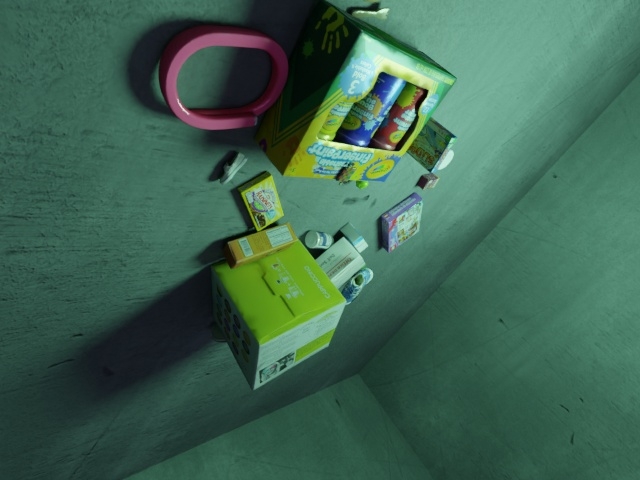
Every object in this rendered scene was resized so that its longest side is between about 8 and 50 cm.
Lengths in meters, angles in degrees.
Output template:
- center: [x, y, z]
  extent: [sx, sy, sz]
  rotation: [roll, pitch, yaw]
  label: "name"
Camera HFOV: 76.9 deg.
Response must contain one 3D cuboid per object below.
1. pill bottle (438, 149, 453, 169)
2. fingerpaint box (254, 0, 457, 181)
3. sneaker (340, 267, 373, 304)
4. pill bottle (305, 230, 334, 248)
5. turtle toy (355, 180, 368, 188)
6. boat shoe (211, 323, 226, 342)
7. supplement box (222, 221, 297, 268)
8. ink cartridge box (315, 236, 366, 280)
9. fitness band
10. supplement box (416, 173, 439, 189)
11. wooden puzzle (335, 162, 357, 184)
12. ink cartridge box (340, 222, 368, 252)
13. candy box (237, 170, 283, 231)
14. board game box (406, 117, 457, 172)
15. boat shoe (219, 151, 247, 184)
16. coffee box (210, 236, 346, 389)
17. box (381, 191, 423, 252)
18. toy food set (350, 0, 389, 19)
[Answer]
- center: [0.405, -0.335, 1.477]
  extent: [0.086, 0.152, 0.086]
  rotation: [-29, 150, -19]
  label: "pill bottle"
- center: [0.104, -0.350, 1.078]
  extent: [0.444, 0.163, 0.371]
  rotation: [-5, 139, -47]
  label: "fingerpaint box"
- center: [0.145, 0.203, 1.792]
  extent: [0.211, 0.080, 0.081]
  rotation: [-55, 158, 20]
  label: "sneaker"
- center: [0.000, 0.000, 1.565]
  extent: [0.067, 0.067, 0.120]
  rotation: [-51, 150, 21]
  label: "pill bottle"
- center: [0.164, -0.242, 1.414]
  extent: [0.095, 0.066, 0.130]
  rotation: [1, 132, -51]
  label: "turtle toy"
- center: [-0.287, 0.339, 1.663]
  extent: [0.335, 0.112, 0.096]
  rotation: [-26, 145, -30]
  label: "boat shoe"
- center: [-0.196, 0.015, 1.326]
  extent: [0.233, 0.080, 0.078]
  rotation: [-18, 169, -33]
  label: "supplement box"
- center: [0.066, 0.106, 1.659]
  extent: [0.207, 0.119, 0.353]
  rotation: [-40, 167, 1]
  label: "ink cartridge box"
- center: [-0.196, -0.341, 0.859]
  extent: [0.290, 0.054, 0.209]
  rotation: [-18, 145, -37]
  label: "fitness band"
- center: [0.476, -0.261, 1.784]
  extent: [0.083, 0.043, 0.055]
  rotation: [-15, 144, -39]
  label: "supplement box"
- center: [0.072, -0.185, 1.119]
  extent: [0.049, 0.006, 0.083]
  rotation: [-6, 143, -47]
  label: "wooden puzzle"
- center: [0.143, -0.011, 1.697]
  extent: [0.052, 0.089, 0.122]
  rotation: [-41, 152, 3]
  label: "ink cartridge box"
- center: [-0.177, -0.115, 1.232]
  extent: [0.105, 0.027, 0.206]
  rotation: [-35, 152, -14]
  label: "candy box"
- center: [0.342, -0.340, 1.344]
  extent: [0.035, 0.201, 0.136]
  rotation: [-14, 142, -39]
  label: "board game box"
- center: [-0.236, -0.190, 1.053]
  extent: [0.100, 0.035, 0.035]
  rotation: [-43, 125, 14]
  label: "boat shoe"
- center: [-0.163, 0.243, 1.432]
  extent: [0.337, 0.338, 0.335]
  rotation: [-22, 147, -29]
  label: "coffee box"
- center: [0.385, -0.079, 1.922]
  extent: [0.200, 0.057, 0.293]
  rotation: [-35, 151, -11]
  label: "box"
- center: [0.135, -0.601, 0.907]
  extent: [0.132, 0.039, 0.192]
  rotation: [-16, 155, -28]
  label: "toy food set"
